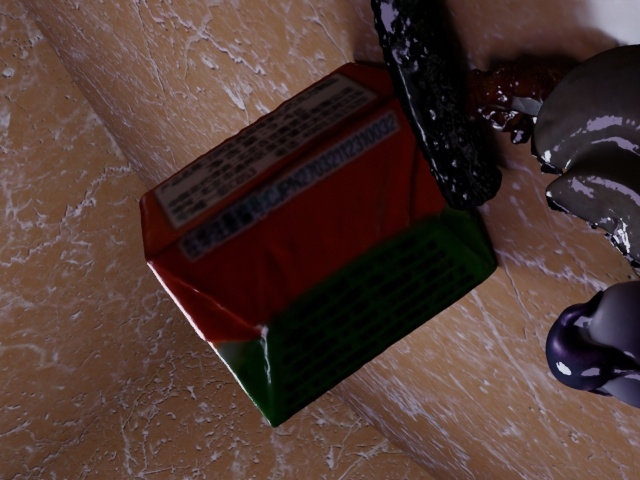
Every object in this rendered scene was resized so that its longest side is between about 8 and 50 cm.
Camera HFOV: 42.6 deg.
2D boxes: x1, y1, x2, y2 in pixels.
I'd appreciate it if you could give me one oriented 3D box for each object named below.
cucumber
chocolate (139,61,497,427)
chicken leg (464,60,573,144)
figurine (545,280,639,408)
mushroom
[{"bbox_3d":[0.110,-0.152,0.822,0.072,0.072,0.300,27,154,50],"label":"cucumber"},{"bbox_3d":[0.000,0.000,0.998,0.161,0.360,0.341,48,170,48],"label":"chocolate"},{"bbox_3d":[0.199,-0.117,0.715,0.089,0.048,0.219,52,163,-29],"label":"chicken leg"},{"bbox_3d":[0.321,0.109,0.781,0.145,0.145,0.222,53,158,-21],"label":"figurine"},{"bbox_3d":[0.243,-0.070,0.571,0.188,0.141,0.117,37,139,23],"label":"mushroom"}]
